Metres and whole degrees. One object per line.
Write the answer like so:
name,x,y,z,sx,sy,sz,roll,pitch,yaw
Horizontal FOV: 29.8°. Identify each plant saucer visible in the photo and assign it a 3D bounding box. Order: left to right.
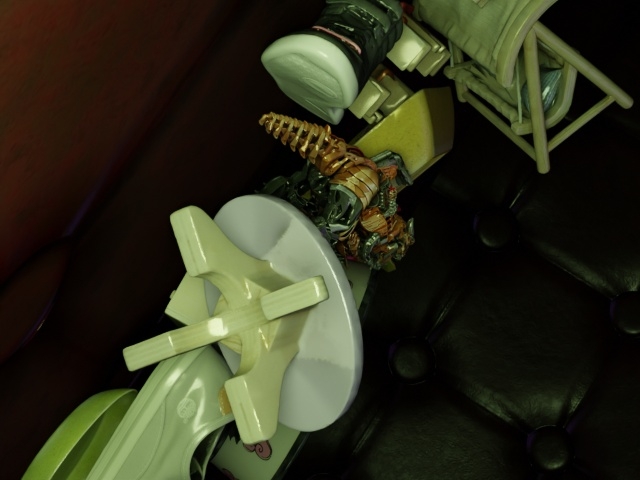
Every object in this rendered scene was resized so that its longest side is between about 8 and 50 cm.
plant saucer,-0.297,0.266,1.404,0.241,0.037,0.241,-56,172,-12
plant saucer,0.062,-0.082,1.708,0.333,0.081,0.333,-40,178,15

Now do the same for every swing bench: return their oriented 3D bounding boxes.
swing bench,0.264,-0.276,1.678,0.165,0.253,0.254,-38,130,0

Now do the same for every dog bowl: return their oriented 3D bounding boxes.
dog bowl,-0.069,0.188,1.859,0.408,0.150,0.408,-61,-176,8

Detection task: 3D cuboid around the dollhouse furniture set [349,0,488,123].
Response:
dollhouse furniture set,0.098,-0.279,1.514,0.259,0.135,0.262,-48,175,14

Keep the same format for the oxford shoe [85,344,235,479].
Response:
oxford shoe,-0.224,0.323,1.484,0.449,0.130,0.169,-57,176,17

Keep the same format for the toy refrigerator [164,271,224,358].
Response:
toy refrigerator,-0.128,0.087,1.558,0.102,0.094,0.269,-61,174,-10

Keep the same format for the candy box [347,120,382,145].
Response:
candy box,0.047,-0.125,2.023,0.206,0.027,0.105,-47,161,-54

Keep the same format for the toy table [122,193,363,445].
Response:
toy table,-0.070,0.085,1.305,0.252,0.274,0.161,-34,170,25

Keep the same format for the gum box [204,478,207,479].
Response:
gum box,-0.220,0.423,2.067,0.041,0.157,0.184,-56,173,-10

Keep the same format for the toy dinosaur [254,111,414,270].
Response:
toy dinosaur,0.003,-0.053,1.488,0.218,0.322,0.164,-41,-152,-2

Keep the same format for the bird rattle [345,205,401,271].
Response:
bird rattle,0.066,0.007,2.348,0.207,0.143,0.253,-39,165,-13

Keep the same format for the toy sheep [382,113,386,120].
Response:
toy sheep,0.137,-0.182,2.160,0.132,0.091,0.091,-7,131,-56

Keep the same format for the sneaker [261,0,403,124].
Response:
sneaker,0.021,-0.216,1.262,0.147,0.104,0.296,-59,178,-1
